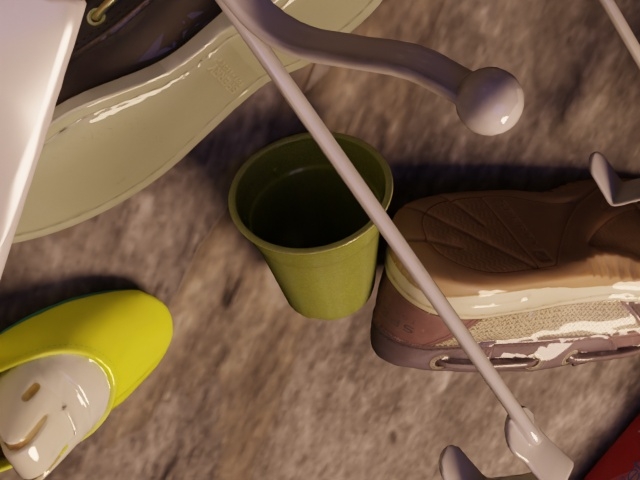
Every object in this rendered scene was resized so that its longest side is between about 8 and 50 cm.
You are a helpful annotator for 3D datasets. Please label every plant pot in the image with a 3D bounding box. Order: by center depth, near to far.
[{"bbox_3d":[0.000,0.000,0.587,0.083,0.083,0.079,-24,139,-11],"label":"plant pot"}]

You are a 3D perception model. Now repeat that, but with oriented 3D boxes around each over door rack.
[{"bbox_3d":[0.089,-0.079,0.460,0.239,0.108,0.324,-54,128,-37],"label":"over door rack"}]

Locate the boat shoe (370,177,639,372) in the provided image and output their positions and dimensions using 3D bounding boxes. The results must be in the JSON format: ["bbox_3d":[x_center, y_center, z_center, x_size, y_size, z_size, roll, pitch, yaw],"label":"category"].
[{"bbox_3d":[0.153,0.027,0.665,0.285,0.103,0.092,-2,136,-31],"label":"boat shoe"}]

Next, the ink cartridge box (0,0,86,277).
[{"bbox_3d":[-0.226,-0.012,0.382,0.197,0.198,0.270,11,115,-28],"label":"ink cartridge box"}]

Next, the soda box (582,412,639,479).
[{"bbox_3d":[0.249,0.203,0.822,0.083,0.092,0.263,25,107,-34],"label":"soda box"}]

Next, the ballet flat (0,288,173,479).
[{"bbox_3d":[-0.174,0.098,0.557,0.231,0.077,0.077,-21,123,-12],"label":"ballet flat"}]

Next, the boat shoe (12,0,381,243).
[{"bbox_3d":[-0.076,-0.083,0.499,0.227,0.069,0.081,-34,158,-1],"label":"boat shoe"}]
